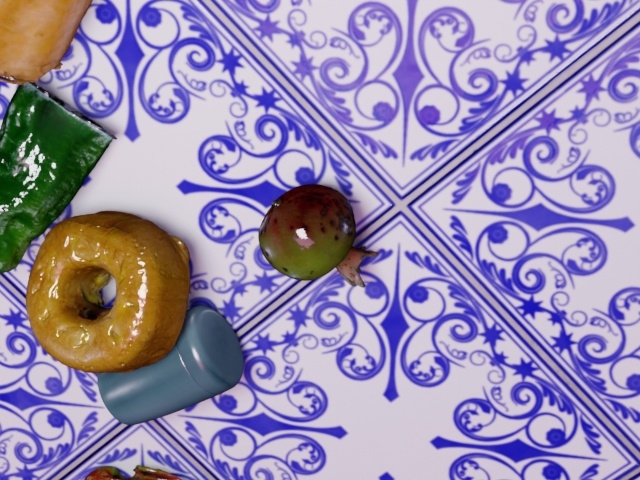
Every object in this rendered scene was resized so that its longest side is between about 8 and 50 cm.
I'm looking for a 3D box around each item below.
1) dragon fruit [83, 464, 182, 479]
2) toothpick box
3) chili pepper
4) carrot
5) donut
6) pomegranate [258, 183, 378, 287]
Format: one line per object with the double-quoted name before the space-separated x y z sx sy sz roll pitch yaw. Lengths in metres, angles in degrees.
"dragon fruit" -0.236 0.450 2.137 0.295 0.130 0.268 38 110 -9
"toothpick box" -0.206 0.175 2.002 0.184 0.120 0.120 -27 108 23
"chili pepper" -0.390 -0.060 1.891 0.136 0.099 0.270 33 90 -26
"carrot" -0.325 -0.330 1.760 0.196 0.196 0.254 22 126 -2
"donut" -0.275 0.066 1.920 0.226 0.114 0.227 -2 86 25
"pomegranate" 0.002 -0.004 1.878 0.159 0.129 0.129 17 117 -7
